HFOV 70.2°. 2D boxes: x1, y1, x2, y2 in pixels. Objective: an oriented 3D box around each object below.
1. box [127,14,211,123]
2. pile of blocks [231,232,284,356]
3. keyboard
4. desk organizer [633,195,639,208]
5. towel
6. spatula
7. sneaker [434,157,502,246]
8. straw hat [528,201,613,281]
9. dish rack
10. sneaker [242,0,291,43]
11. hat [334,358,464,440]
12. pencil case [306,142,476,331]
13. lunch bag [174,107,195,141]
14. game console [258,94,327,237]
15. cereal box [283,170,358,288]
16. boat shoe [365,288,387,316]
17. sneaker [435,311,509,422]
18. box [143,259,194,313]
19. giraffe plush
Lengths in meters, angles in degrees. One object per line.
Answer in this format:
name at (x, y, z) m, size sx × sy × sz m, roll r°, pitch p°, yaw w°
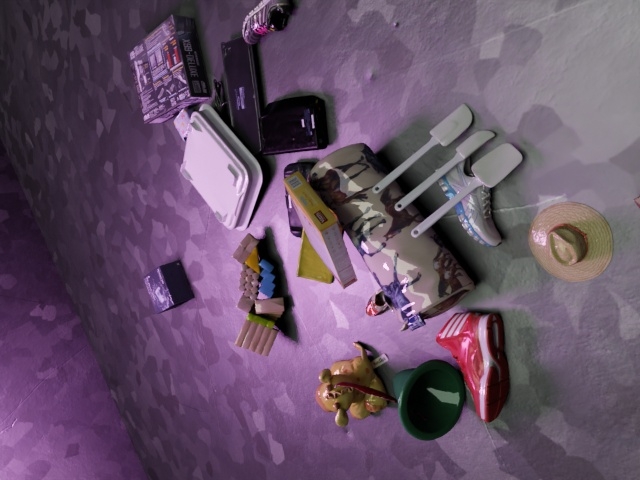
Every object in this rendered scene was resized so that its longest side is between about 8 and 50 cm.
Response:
box at (-0.489, -0.530, 1.450) m, size 0.307 × 0.076 × 0.243 m, roll -7°, pitch 97°, yaw 43°
pile of blocks at (-0.185, 0.157, 1.372) m, size 0.112 × 0.148 × 0.362 m, roll -147°, pitch 56°, yaw -85°
keyboard at (-0.238, -0.397, 1.291) m, size 0.201 × 0.033 × 0.317 m, roll 4°, pitch 104°, yaw 41°
desk organizer at (0.537, -0.075, 0.661) m, size 0.130 × 0.047 × 0.050 m, roll -40°, pitch 72°, yaw 42°
towel at (0.000, 0.000, 1.164) m, size 0.102 × 0.021 × 0.237 m, roll 14°, pitch 115°, yaw 8°
spatula at (0.230, -0.127, 0.858) m, size 0.242 × 0.019 × 0.168 m, roll -40°, pitch 69°, yaw 8°
sneaker at (0.298, -0.078, 0.867) m, size 0.083 × 0.071 × 0.191 m, roll -38°, pitch 76°, yaw 36°
straw hat at (0.420, 0.009, 0.782) m, size 0.144 × 0.061 × 0.145 m, roll 15°, pitch 112°, yaw 40°
dish rack at (-0.316, -0.208, 1.367) m, size 0.333 × 0.072 × 0.286 m, roll 49°, pitch 137°, yaw 20°
sneaker at (-0.131, -0.539, 1.126) m, size 0.170 × 0.063 × 0.075 m, roll -33°, pitch 74°, yaw 38°
hat at (0.191, 0.330, 1.041) m, size 0.173 × 0.208 × 0.183 m, roll -59°, pitch 24°, yaw -12°
pencil case at (0.132, -0.014, 0.969) m, size 0.183 × 0.160 × 0.410 m, roll -38°, pitch 75°, yaw 15°
lunch bag at (-0.427, -0.369, 1.458) m, size 0.083 × 0.053 × 0.071 m, roll -37°, pitch 79°, yaw 33°
game console at (-0.065, -0.183, 1.188) m, size 0.213 × 0.044 × 0.362 m, roll 5°, pitch 105°, yaw 43°
cereal box at (0.003, -0.017, 1.001) m, size 0.173 × 0.047 × 0.240 m, roll 54°, pitch 172°, yaw 35°
boat shoe at (0.145, 0.142, 1.087) m, size 0.049 × 0.043 × 0.137 m, roll 53°, pitch 132°, yaw 15°
sneaker at (0.314, 0.254, 0.953) m, size 0.128 × 0.087 × 0.221 m, roll 2°, pitch 92°, yaw 51°
box at (-0.580, 0.178, 1.731) m, size 0.158 × 0.093 × 0.156 m, roll -28°, pitch 83°, yaw 42°
giraffe plush at (0.064, 0.376, 1.142) m, size 0.181 × 0.170 × 0.210 m, roll 43°, pitch 127°, yaw 25°
